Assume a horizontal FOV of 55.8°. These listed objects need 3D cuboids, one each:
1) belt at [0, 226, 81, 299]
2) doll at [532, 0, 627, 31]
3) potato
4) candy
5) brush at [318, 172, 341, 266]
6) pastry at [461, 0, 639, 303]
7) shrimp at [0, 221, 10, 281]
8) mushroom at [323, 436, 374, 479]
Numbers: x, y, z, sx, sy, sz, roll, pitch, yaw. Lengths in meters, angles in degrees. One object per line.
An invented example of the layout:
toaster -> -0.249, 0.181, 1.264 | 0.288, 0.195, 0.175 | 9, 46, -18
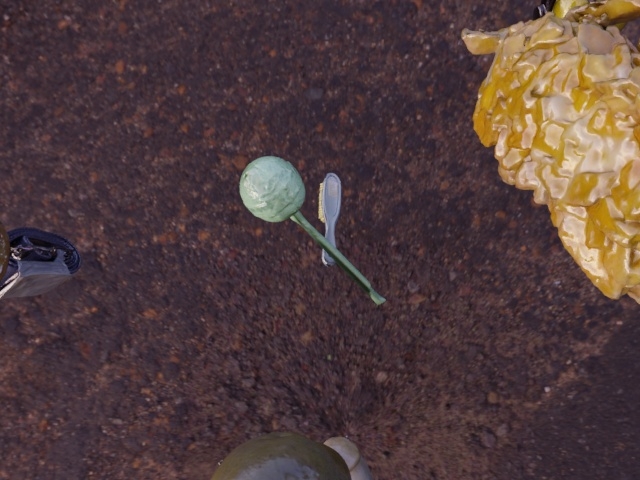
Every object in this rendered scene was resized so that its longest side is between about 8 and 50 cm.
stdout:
belt -> -0.660, 0.046, 1.386 | 0.126, 0.230, 0.139 | -29, 77, 18
doll -> 0.307, -0.248, 0.755 | 0.088, 0.248, 0.127 | 45, 56, 15
potato -> -0.056, 0.335, 0.764 | 0.178, 0.235, 0.160 | 1, 95, 40
candy -> 0.000, 0.000, 1.221 | 0.119, 0.440, 0.119 | -29, 34, 22
brush -> 0.017, -0.058, 1.792 | 0.068, 0.060, 0.297 | 19, 64, -35
pastry -> 0.192, -0.084, 0.415 | 0.102, 0.154, 0.250 | 0, 46, -23
shrimp -> -0.597, 0.028, 1.017 | 0.061, 0.267, 0.145 | 16, 91, 5
mushroom -> 0.052, 0.426, 0.971 | 0.103, 0.118, 0.270 | -14, 101, 3
